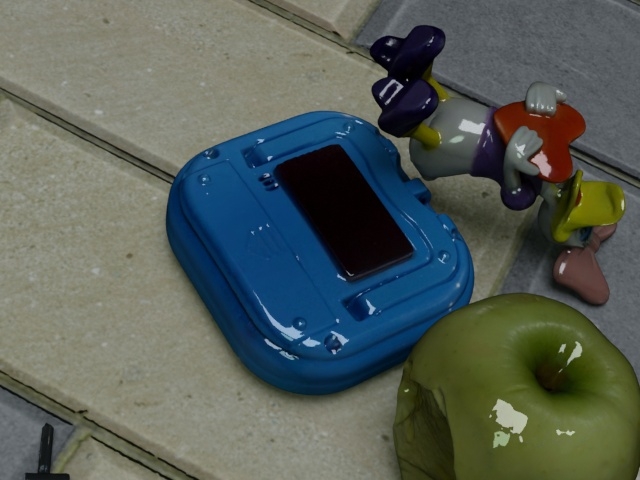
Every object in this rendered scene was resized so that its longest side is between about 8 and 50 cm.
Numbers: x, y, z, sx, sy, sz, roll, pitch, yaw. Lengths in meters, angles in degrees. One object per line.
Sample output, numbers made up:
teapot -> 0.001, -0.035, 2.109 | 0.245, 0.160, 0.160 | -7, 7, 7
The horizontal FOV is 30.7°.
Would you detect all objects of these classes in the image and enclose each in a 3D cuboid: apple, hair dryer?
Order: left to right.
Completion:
hair dryer -> -0.286, 0.230, 1.222 | 0.047, 0.026, 0.083 | 3, 50, -11
apple -> 0.198, 0.191, 1.197 | 0.279, 0.279, 0.279 | 5, 57, -8

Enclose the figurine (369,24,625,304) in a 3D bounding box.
figurine -> 0.220, -0.086, 1.379 | 0.420, 0.193, 0.154 | 30, 56, -17

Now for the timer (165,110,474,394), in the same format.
timer -> 0.000, 0.000, 1.371 | 0.309, 0.115, 0.340 | -22, 63, -26
